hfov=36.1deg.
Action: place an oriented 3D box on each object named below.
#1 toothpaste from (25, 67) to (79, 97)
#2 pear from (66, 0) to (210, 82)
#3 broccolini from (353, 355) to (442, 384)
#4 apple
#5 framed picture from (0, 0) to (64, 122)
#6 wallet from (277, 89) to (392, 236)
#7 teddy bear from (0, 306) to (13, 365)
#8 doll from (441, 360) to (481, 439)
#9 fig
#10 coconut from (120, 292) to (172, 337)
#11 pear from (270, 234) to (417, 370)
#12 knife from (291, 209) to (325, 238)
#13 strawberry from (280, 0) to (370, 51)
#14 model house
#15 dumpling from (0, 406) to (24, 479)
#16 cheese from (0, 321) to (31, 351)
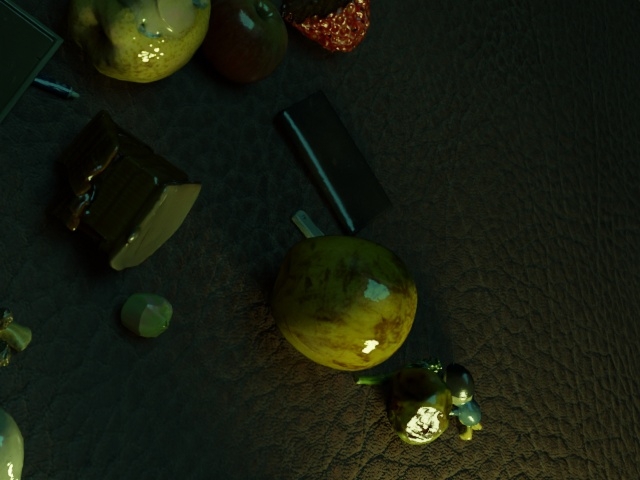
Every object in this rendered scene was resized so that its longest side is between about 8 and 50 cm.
[{"bbox_3d":[-0.501,-0.288,1.770,0.140,0.021,0.037,22,50,-29],"label":"toothpaste"},{"bbox_3d":[-0.344,-0.427,1.853,0.271,0.271,0.271,22,55,-34],"label":"pear"},{"bbox_3d":[0.162,0.281,2.078,0.239,0.051,0.054,-5,47,-38],"label":"broccolini"},{"bbox_3d":[-0.167,-0.433,2.064,0.209,0.164,0.209,34,37,-31],"label":"apple"},{"bbox_3d":[-0.608,-0.320,1.674,0.240,0.020,0.324,35,47,-18],"label":"framed picture"},{"bbox_3d":[0.031,-0.174,2.197,0.170,0.044,0.321,-37,98,-46],"label":"wallet"},{"bbox_3d":[-0.545,0.137,1.464,0.160,0.078,0.119,4,87,-24],"label":"teddy bear"},{"bbox_3d":[0.304,0.346,2.147,0.102,0.089,0.179,-28,112,-47],"label":"doll"},{"bbox_3d":[0.206,0.333,2.012,0.154,0.144,0.166,56,20,18],"label":"fig"},{"bbox_3d":[-0.296,0.129,1.695,0.082,0.081,0.083,-38,141,-48],"label":"coconut"},{"bbox_3d":[0.042,0.118,1.878,0.281,0.281,0.280,22,55,-34],"label":"pear"},{"bbox_3d":[0.000,0.000,2.085,0.162,0.023,0.044,50,46,-11],"label":"knife"},{"bbox_3d":[0.042,-0.540,2.311,0.178,0.234,0.233,53,37,-43],"label":"strawberry"},{"bbox_3d":[-0.358,-0.089,1.708,0.229,0.199,0.219,37,0,11],"label":"model house"},{"bbox_3d":[-0.483,0.292,1.421,0.111,0.181,0.155,-1,30,-7],"label":"dumpling"},{"bbox_3d":[-0.494,0.145,1.533,0.083,0.030,0.044,28,45,-37],"label":"cheese"}]
